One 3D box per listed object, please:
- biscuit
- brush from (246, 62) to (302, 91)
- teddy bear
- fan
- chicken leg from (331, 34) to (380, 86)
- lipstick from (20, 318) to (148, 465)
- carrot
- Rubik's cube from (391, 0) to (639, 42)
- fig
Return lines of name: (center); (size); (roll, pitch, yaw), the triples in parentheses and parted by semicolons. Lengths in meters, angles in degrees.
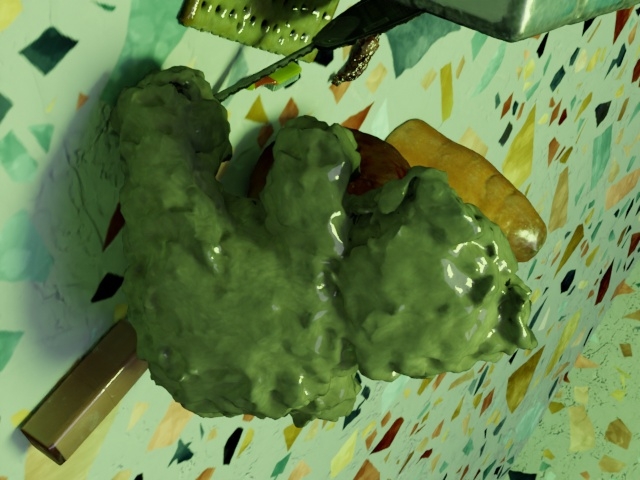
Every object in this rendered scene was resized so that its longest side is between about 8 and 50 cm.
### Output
biscuit: (-0.040, -0.247, 1.056); (0.231, 0.016, 0.139); (3, 114, -61)
brush: (-0.051, -0.160, 1.117); (0.083, 0.019, 0.021); (-32, 152, -47)
teddy bear: (0.005, 0.033, 0.980); (0.224, 0.368, 0.357); (-80, 168, -49)
fan: (0.058, -0.206, 1.020); (0.294, 0.223, 0.012); (-36, 111, -21)
chicken leg: (0.042, -0.200, 1.245); (0.083, 0.021, 0.036); (-52, 163, -9)
lipstick: (-0.222, 0.147, 1.082); (0.145, 0.045, 0.045); (-49, 150, -23)
carrot: (0.183, -0.039, 1.438); (0.159, 0.225, 0.159); (-46, 155, -29)
Rubik's cube: (0.124, -0.376, 0.836); (0.344, 0.344, 0.337); (-28, 136, -47)
fig: (-0.026, -0.004, 1.205); (0.290, 0.190, 0.191); (-35, 173, 38)
